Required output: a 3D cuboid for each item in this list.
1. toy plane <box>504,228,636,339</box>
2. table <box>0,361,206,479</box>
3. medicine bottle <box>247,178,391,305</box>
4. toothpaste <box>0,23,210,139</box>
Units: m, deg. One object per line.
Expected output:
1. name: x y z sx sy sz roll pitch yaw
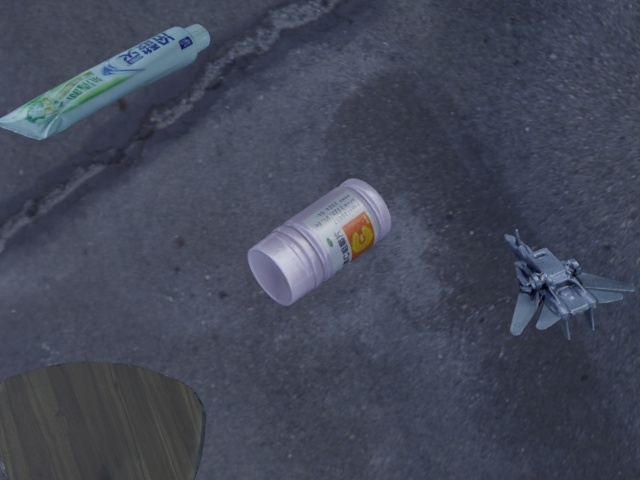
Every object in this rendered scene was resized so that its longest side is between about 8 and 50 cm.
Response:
1. toy plane: 0.364 0.045 1.344 0.212 0.267 0.088 -20 129 -5
2. table: -0.352 0.345 1.231 0.249 0.317 0.317 -38 80 45
3. medicine bottle: 0.000 0.000 1.482 0.133 0.250 0.133 39 149 30
4. toothpaste: -0.230 -0.182 0.918 0.075 0.297 0.048 20 131 26
